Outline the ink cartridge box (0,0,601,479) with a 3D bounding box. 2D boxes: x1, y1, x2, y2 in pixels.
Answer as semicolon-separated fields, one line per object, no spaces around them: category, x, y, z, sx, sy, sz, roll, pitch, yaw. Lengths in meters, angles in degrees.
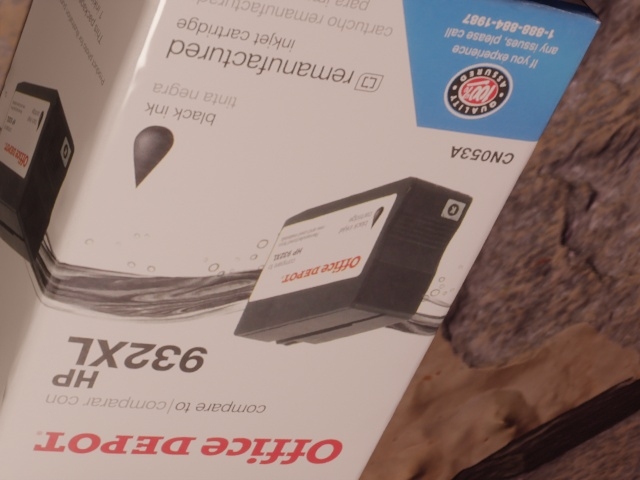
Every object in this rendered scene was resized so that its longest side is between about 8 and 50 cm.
ink cartridge box;-0.040;-0.026;0.823;0.223;0.129;0.307;5;125;-31
